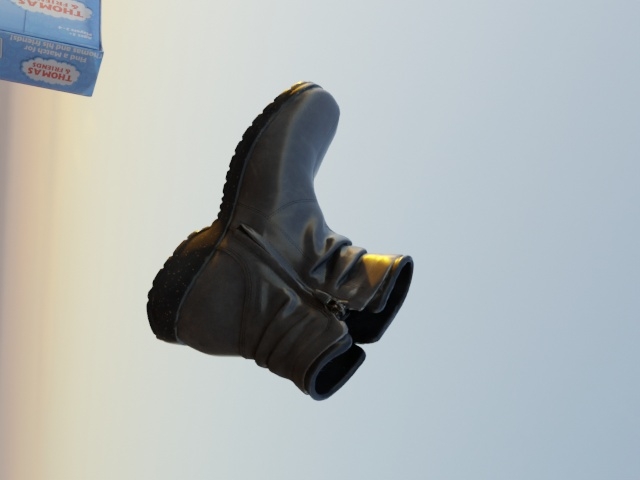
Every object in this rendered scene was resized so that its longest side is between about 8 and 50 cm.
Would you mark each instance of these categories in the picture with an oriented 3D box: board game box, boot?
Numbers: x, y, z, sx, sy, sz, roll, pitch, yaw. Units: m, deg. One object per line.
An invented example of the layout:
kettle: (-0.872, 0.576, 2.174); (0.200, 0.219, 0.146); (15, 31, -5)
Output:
board game box: (-0.216, -0.176, 0.909); (0.211, 0.160, 0.039); (-100, -154, -51)
boot: (0.000, 0.000, 1.455); (0.338, 0.222, 0.118); (-62, 152, -24)
